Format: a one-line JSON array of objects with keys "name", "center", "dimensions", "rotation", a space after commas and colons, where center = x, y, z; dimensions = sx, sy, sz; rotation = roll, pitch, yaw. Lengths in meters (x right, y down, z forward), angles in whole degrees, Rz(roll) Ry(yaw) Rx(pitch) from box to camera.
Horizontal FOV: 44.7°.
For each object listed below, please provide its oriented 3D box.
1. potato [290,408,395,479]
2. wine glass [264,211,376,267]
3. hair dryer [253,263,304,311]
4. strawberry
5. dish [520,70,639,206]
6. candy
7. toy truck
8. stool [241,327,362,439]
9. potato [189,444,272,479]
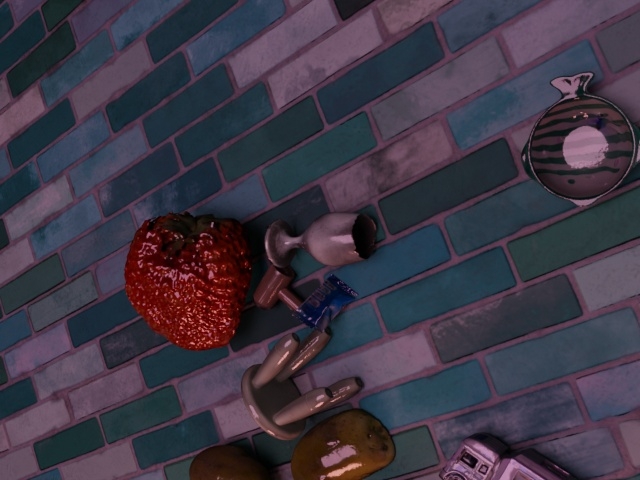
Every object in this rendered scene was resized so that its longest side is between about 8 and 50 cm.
[{"name": "potato", "center": [0.026, 0.493, 1.780], "dimensions": [0.272, 0.111, 0.160], "rotation": [-33, 77, 30]}, {"name": "wine glass", "center": [0.000, 0.000, 1.764], "dimensions": [0.241, 0.126, 0.126], "rotation": [-4, 90, 35]}, {"name": "hair dryer", "center": [-0.072, 0.147, 1.858], "dimensions": [0.182, 0.064, 0.117], "rotation": [40, 113, 19]}, {"name": "strawberry", "center": [-0.314, 0.104, 1.897], "dimensions": [0.312, 0.267, 0.351], "rotation": [-1, 110, 4]}, {"name": "dish", "center": [0.495, -0.187, 1.464], "dimensions": [0.224, 0.078, 0.246], "rotation": [-5, 90, 32]}, {"name": "candy", "center": [0.011, 0.146, 1.785], "dimensions": [0.088, 0.038, 0.136], "rotation": [38, 72, 23]}, {"name": "toy truck", "center": [0.384, 0.486, 1.543], "dimensions": [0.268, 0.124, 0.155], "rotation": [31, 101, 26]}, {"name": "stool", "center": [-0.050, 0.325, 1.769], "dimensions": [0.199, 0.195, 0.195], "rotation": [-40, 71, 26]}, {"name": "potato", "center": [-0.226, 0.599, 1.920], "dimensions": [0.251, 0.159, 0.174], "rotation": [25, 82, 38]}]
